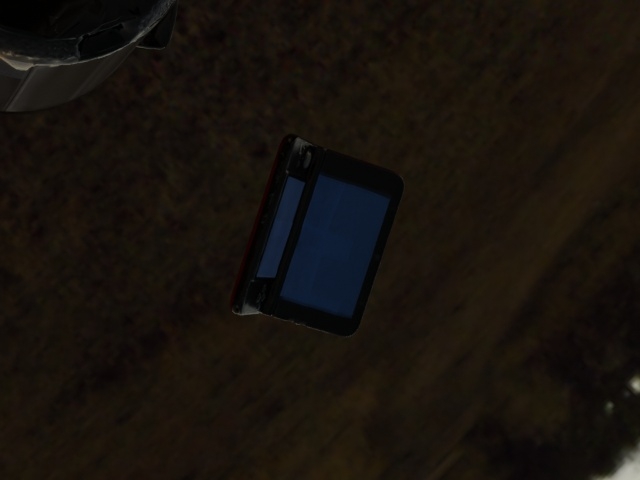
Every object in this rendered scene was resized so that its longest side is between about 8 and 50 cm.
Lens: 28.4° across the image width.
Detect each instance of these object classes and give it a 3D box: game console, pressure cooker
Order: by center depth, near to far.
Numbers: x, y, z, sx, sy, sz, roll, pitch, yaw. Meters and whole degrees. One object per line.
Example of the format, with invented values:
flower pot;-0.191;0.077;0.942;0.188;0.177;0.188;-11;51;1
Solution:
game console;0.000;0.000;0.994;0.124;0.085;0.144;10;98;-79
pressure cooker;-0.369;-0.342;1.500;0.375;0.370;0.420;-37;-174;-22
